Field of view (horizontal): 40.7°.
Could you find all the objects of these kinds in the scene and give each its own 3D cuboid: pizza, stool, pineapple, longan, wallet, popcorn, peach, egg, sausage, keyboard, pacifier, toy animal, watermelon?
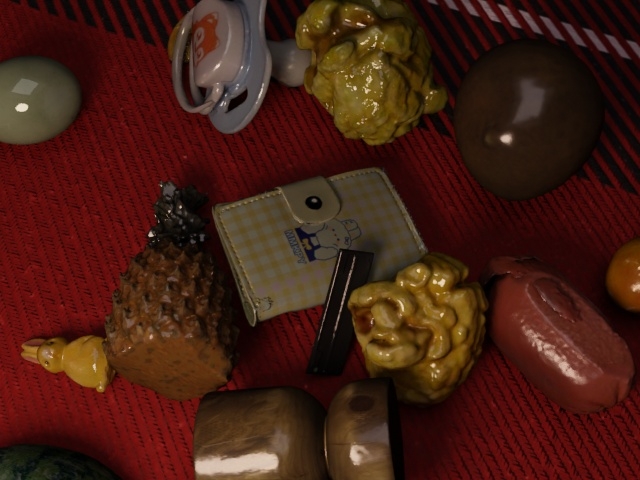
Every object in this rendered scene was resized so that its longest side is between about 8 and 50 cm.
[{"bbox_3d":[-0.229,-0.380,1.622,0.109,0.026,0.123,11,64,4],"label":"pizza"},{"bbox_3d":[-0.025,0.286,1.186,0.264,0.179,0.179,-6,64,9],"label":"stool"},{"bbox_3d":[-0.218,0.058,1.326,0.202,0.202,0.362,0,53,1],"label":"pineapple"},{"bbox_3d":[0.333,-0.199,1.403,0.258,0.258,0.258,0,64,1],"label":"longan"},{"bbox_3d":[0.000,0.000,1.363,0.310,0.077,0.223,-13,68,-24],"label":"wallet"},{"bbox_3d":[0.087,-0.295,1.470,0.242,0.235,0.250,-24,78,-30],"label":"popcorn"},{"bbox_3d":[0.513,0.057,1.342,0.138,0.138,0.138,0,64,1],"label":"peach"},{"bbox_3d":[-0.508,-0.240,1.488,0.192,0.149,0.149,-18,65,-7],"label":"egg"},{"bbox_3d":[0.142,0.133,1.258,0.226,0.203,0.200,-44,72,26],"label":"popcorn"},{"bbox_3d":[0.346,0.137,1.293,0.152,0.152,0.279,-35,68,-15],"label":"sausage"},{"bbox_3d":[0.029,0.111,1.306,0.067,0.011,0.202,7,104,-32],"label":"keyboard"},{"bbox_3d":[-0.117,-0.323,1.525,0.233,0.244,0.299,5,74,-31],"label":"pacifier"},{"bbox_3d":[-0.395,0.182,1.330,0.159,0.070,0.083,8,66,10],"label":"toy animal"},{"bbox_3d":[-0.411,0.368,1.179,0.256,0.260,0.176,9,77,23],"label":"watermelon"}]
